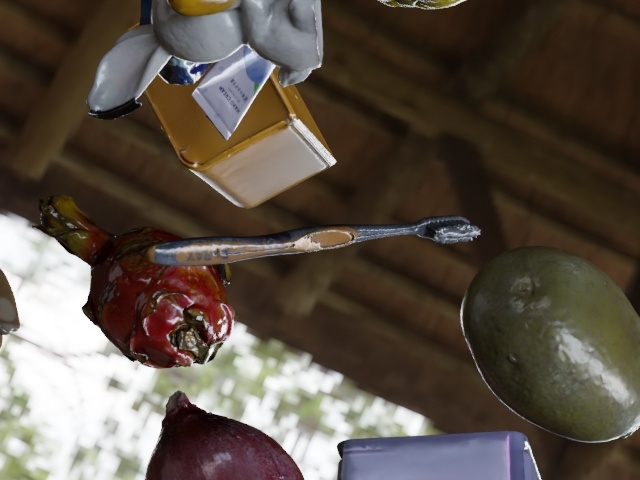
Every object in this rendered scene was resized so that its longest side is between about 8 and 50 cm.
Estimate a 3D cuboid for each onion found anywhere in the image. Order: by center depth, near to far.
[{"bbox_3d":[-0.102,0.230,1.899,0.195,0.159,0.159,57,3,25],"label":"onion"}]

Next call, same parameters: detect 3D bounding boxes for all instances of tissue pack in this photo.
[{"bbox_3d":[-0.103,-0.159,2.290,0.194,0.145,0.274,60,5,13],"label":"tissue pack"}]

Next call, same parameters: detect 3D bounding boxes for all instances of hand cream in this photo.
[{"bbox_3d":[-0.077,-0.183,2.060,0.053,0.142,0.084,18,-22,36],"label":"hand cream"}]

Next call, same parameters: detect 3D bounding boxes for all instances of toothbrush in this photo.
[{"bbox_3d":[-0.002,-0.001,1.619,0.321,0.023,0.031,-4,17,-32],"label":"toothbrush"}]

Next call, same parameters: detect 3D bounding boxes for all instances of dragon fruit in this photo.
[{"bbox_3d":[-0.178,0.030,1.830,0.246,0.125,0.125,34,-14,21],"label":"dragon fruit"}]

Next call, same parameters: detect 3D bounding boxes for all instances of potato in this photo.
[{"bbox_3d":[0.246,0.106,1.984,0.235,0.178,0.160,33,-19,-23],"label":"potato"}]

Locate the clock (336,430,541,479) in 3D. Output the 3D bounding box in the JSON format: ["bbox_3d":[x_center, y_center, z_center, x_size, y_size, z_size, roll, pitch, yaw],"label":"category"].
[{"bbox_3d":[0.097,0.207,1.457,0.144,0.073,0.193,-4,-27,11],"label":"clock"}]

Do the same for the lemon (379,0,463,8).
[{"bbox_3d":[0.118,-0.328,1.975,0.170,0.207,0.170,28,1,-1],"label":"lemon"}]

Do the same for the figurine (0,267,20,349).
[{"bbox_3d":[-0.482,0.070,2.406,0.173,0.177,0.247,-35,-90,39],"label":"figurine"}]

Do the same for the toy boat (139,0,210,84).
[{"bbox_3d":[-0.155,-0.302,1.855,0.067,0.291,0.220,-10,27,1],"label":"toy boat"}]

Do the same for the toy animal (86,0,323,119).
[{"bbox_3d":[-0.090,-0.154,1.503,0.181,0.127,0.131,0,20,3],"label":"toy animal"}]
